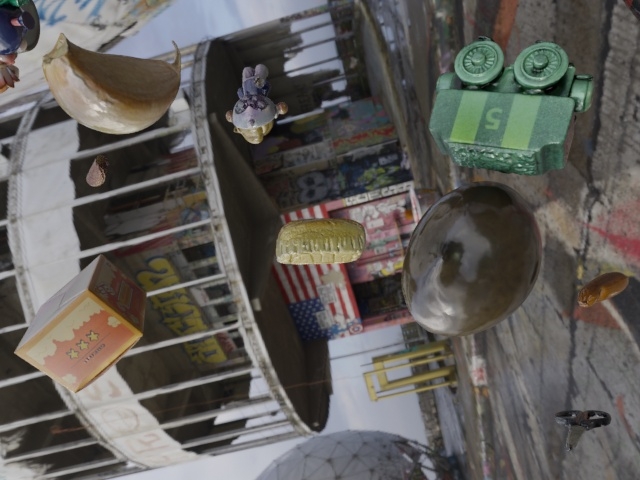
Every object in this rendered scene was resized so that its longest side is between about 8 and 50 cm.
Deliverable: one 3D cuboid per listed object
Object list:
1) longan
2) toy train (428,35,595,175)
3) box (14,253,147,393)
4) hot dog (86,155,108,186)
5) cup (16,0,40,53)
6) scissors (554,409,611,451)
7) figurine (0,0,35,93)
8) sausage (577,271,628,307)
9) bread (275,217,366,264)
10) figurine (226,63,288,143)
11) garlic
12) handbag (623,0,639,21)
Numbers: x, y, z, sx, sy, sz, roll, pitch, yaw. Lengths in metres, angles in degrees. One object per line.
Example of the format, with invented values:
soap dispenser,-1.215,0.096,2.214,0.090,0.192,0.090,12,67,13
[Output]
longan,0.318,0.041,1.050,0.288,0.350,0.288,32,172,5
toy train,0.364,-0.260,0.979,0.167,0.299,0.238,30,-105,-59
box,-0.668,0.233,1.432,0.214,0.259,0.283,51,179,-25
hot dog,-0.518,-0.162,1.156,0.035,0.083,0.058,19,-131,-32
cup,-0.776,-0.503,1.143,0.258,0.233,0.187,-112,26,-86
scissors,0.509,0.373,0.977,0.300,0.109,0.022,7,-105,-58
figurine,-0.544,-0.336,0.838,0.195,0.111,0.102,-59,32,37
sausage,0.631,0.109,1.112,0.054,0.183,0.062,51,145,34
bread,0.000,0.000,1.306,0.140,0.236,0.106,116,151,-72
figurine,-0.200,-0.450,1.586,0.133,0.193,0.274,71,-144,-64
garlic,-0.352,-0.274,0.878,0.244,0.145,0.164,-20,-64,-47
handbag,0.468,-0.332,0.601,0.215,0.155,0.169,48,-153,21
